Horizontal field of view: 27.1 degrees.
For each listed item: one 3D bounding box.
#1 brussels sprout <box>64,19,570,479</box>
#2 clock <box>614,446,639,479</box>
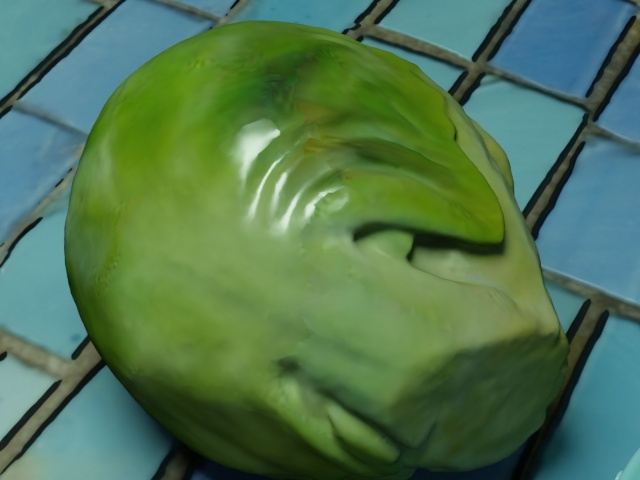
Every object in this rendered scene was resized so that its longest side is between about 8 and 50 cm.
[{"bbox_3d":[0.000,0.000,0.853,0.344,0.268,0.344,6,44,-6],"label":"brussels sprout"},{"bbox_3d":[0.269,0.248,0.755,0.274,0.094,0.223,27,53,19],"label":"clock"}]
